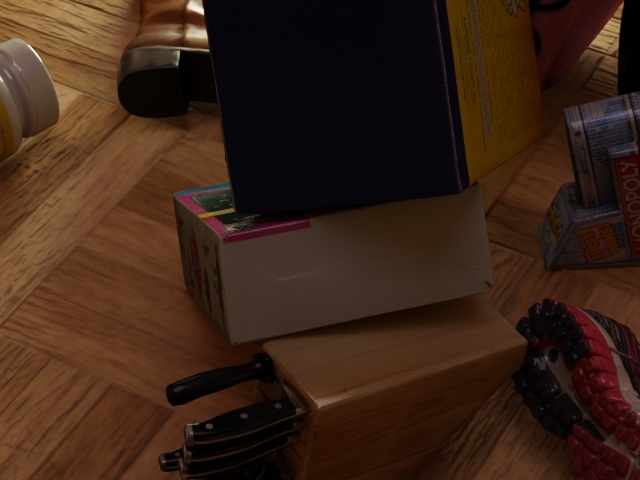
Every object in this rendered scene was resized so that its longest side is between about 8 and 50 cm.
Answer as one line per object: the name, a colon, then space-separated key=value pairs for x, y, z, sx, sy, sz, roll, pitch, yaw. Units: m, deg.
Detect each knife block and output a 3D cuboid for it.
knife block: x=0.006 y=0.119 z=1.420 sx=0.276 sy=0.242 sz=0.088 roll=-46 pitch=52 yaw=4

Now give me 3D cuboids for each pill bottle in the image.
pill bottle: x=-0.376 y=-0.119 z=1.785 sx=0.208 sy=0.119 sz=0.119 roll=-29 pitch=50 yaw=-27

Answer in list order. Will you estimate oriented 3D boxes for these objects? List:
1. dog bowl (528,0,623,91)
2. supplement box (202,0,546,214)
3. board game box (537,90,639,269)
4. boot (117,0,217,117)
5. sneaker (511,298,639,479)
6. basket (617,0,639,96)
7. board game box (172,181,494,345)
dog bowl: x=0.265 y=-0.330 z=1.823 sx=0.150 sy=0.408 sz=0.408 roll=35 pitch=52 yaw=9
supplement box: x=0.059 y=-0.153 z=1.531 sx=0.194 sy=0.195 sz=0.356 roll=-5 pitch=9 yaw=18
board game box: x=0.295 y=-0.047 z=1.679 sx=0.194 sy=0.194 sz=0.060 roll=-14 pitch=42 yaw=7
boot: x=-0.083 y=-0.229 z=1.946 sx=0.264 sy=0.096 sz=0.280 roll=-5 pitch=36 yaw=7
sneaker: x=0.270 y=0.169 z=1.480 sx=0.112 sy=0.121 sz=0.299 roll=10 pitch=43 yaw=-35
basket: x=0.431 y=-0.176 z=1.816 sx=0.227 sy=0.154 sz=0.204 roll=4 pitch=51 yaw=0
board game box: x=0.000 y=0.000 z=1.562 sx=0.224 sy=0.097 sz=0.303 roll=-10 pitch=8 yaw=-11
